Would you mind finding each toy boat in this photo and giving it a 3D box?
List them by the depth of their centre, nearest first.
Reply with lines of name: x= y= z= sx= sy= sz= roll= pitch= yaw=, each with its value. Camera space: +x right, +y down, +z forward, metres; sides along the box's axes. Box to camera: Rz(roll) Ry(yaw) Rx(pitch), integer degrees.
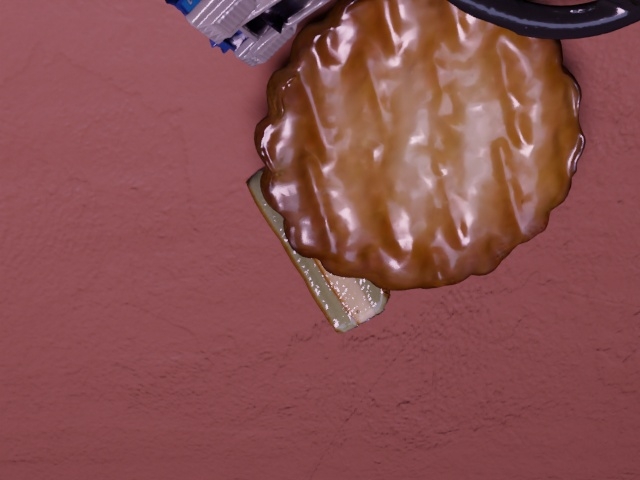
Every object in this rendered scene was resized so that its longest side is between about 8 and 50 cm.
toy boat: x=0.004 y=-0.278 z=1.152 sx=0.295 sy=0.088 sz=0.129 roll=-42 pitch=155 yaw=10

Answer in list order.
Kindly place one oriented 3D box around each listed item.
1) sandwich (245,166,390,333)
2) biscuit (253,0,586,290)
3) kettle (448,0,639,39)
sandwich: x=0.000 y=0.000 z=1.354 sx=0.079 sy=0.113 sz=0.163 roll=-31 pitch=123 yaw=15
biscuit: x=0.094 y=-0.107 z=1.272 sx=0.326 sy=0.107 sz=0.325 roll=-4 pitch=114 yaw=-9
kettle: x=0.222 y=-0.323 z=1.120 sx=0.271 sy=0.207 sz=0.251 roll=20 pitch=153 yaw=-14
